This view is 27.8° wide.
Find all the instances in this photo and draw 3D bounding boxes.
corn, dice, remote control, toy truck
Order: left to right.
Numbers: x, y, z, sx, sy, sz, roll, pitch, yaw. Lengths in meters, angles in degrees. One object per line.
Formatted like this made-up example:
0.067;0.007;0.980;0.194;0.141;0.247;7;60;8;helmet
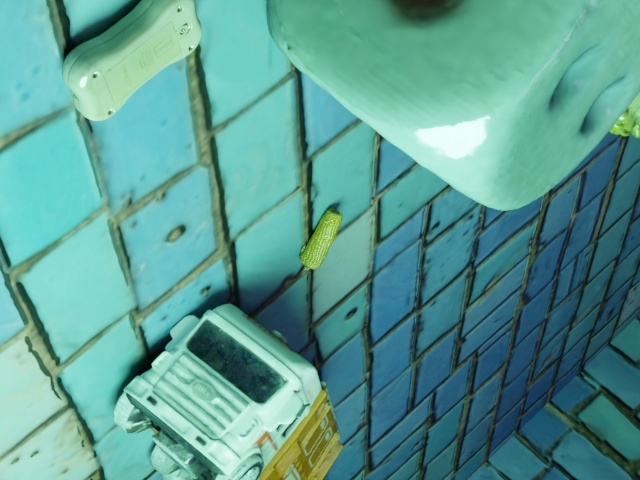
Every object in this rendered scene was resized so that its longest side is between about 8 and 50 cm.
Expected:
-0.146;-0.148;1.007;0.122;0.032;0.074;-42;155;-17;remote control
-0.085;0.215;1.503;0.207;0.173;0.387;-49;160;-15;toy truck
0.000;0.000;1.494;0.027;0.028;0.083;-3;126;-52;corn
0.136;-0.201;1.122;0.264;0.268;0.262;-54;156;9;dice

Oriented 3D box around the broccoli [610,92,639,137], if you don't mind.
0.399;-0.282;1.517;0.281;0.348;0.293;7;77;-53;broccoli
